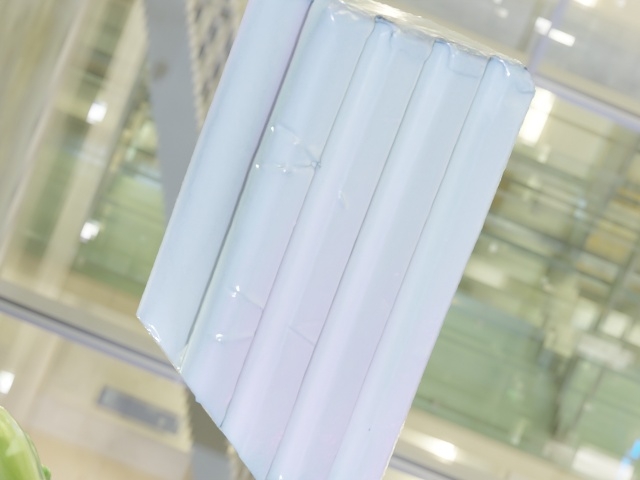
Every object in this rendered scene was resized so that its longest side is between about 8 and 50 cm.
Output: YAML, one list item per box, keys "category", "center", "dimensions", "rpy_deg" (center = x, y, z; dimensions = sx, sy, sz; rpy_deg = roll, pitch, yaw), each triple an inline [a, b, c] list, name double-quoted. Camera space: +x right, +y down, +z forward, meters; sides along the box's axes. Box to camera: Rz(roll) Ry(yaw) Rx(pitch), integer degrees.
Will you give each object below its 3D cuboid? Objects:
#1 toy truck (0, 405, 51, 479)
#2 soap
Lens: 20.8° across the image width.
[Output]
- category: "toy truck"
  center: [-0.264, 0.184, 1.197]
  dimensions: [0.187, 0.148, 0.210]
  rpy_deg: [-26, 167, 17]
- category: "soap"
  center: [0.000, 0.000, 1.047]
  dimensions: [0.095, 0.173, 0.289]
  rpy_deg: [33, -74, 50]
